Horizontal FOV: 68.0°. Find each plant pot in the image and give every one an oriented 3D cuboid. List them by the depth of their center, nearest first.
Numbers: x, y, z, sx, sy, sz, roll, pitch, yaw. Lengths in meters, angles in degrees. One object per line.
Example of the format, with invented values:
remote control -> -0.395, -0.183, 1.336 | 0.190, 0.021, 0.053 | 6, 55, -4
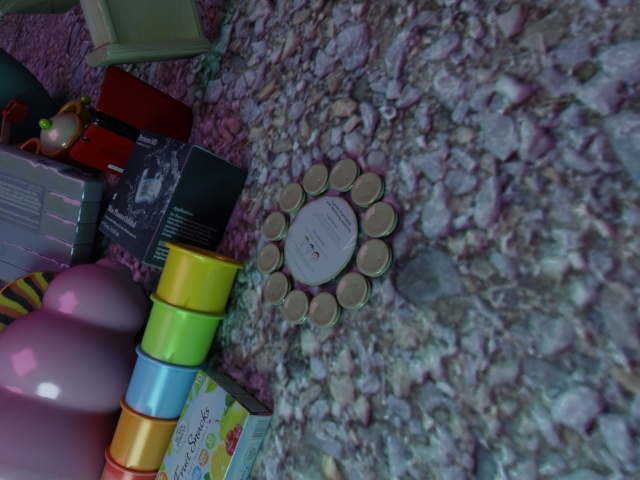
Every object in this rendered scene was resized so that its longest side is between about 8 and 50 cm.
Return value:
plant pot -> -0.752, -0.296, 1.131 | 0.290, 0.195, 0.290 | -15, 66, 37

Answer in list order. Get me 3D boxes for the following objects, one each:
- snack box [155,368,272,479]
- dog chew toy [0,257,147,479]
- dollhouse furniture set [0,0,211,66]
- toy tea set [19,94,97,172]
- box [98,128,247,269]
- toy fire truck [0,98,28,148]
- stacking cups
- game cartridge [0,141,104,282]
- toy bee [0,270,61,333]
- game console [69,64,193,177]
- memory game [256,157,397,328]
snack box -> -0.117, 0.224, 0.505 | 0.100, 0.037, 0.141 | 20, 88, 44
dog chew toy -> -0.331, 0.180, 0.604 | 0.207, 0.207, 0.331 | 0, 64, 41
dollhouse furniture set -> -0.388, -0.393, 0.769 | 0.394, 0.362, 0.256 | 3, 111, 42
toy tea set -> -0.564, -0.150, 0.916 | 0.336, 0.124, 0.200 | -46, 56, -1
box -> -0.203, -0.053, 0.642 | 0.156, 0.093, 0.158 | 23, 89, 43
toy fire truck -> -0.650, -0.197, 1.049 | 0.047, 0.135, 0.192 | 36, 99, 42
stacking cups -> -0.180, 0.162, 0.545 | 0.096, 0.096, 0.316 | 14, 85, 43
game cartridge -> -0.553, -0.051, 0.838 | 0.355, 0.068, 0.230 | 18, 96, 14
toy bee -> -0.477, 0.188, 0.702 | 0.195, 0.162, 0.298 | 133, 137, -54
game console -> -0.279, -0.162, 0.711 | 0.124, 0.144, 0.085 | -38, 53, 25
memory game -> 0.000, 0.000, 0.502 | 0.186, 0.012, 0.186 | -16, 64, 36
